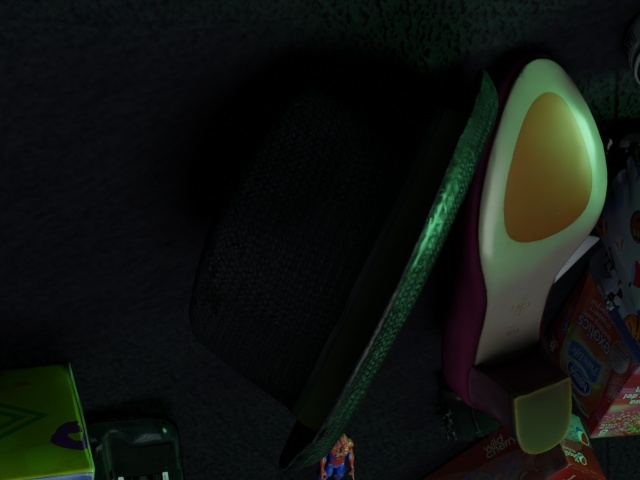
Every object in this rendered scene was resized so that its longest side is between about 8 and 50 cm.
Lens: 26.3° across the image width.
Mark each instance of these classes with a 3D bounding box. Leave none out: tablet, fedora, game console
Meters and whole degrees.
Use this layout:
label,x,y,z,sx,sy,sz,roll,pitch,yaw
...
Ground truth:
label,x,y,z,sx,sy,sz,roll,pitch,yaw
tablet,0.220,0.018,1.295,0.054,0.006,0.083,14,131,-34
fedora,0.000,0.000,1.028,0.152,0.334,0.334,26,132,0
game console,-0.175,0.283,1.421,0.213,0.044,0.361,-12,142,-11

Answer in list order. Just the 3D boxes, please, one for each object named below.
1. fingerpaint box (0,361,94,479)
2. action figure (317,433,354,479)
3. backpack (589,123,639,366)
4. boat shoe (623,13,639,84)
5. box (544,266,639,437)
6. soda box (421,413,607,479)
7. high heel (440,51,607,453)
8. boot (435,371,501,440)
label,x,y,z,sx,sy,sz,roll,pitch,yaw
fingerpaint box,-0.400,0.342,1.226,0.371,0.163,0.445,-4,123,-17
action figure,0.016,0.240,1.460,0.038,0.030,0.115,-3,137,-11
backpack,0.372,0.035,1.171,0.276,0.263,0.213,-6,140,-18
boat shoe,0.392,-0.180,1.048,0.306,0.105,0.113,-22,141,4
box,0.374,0.107,1.364,0.257,0.128,0.122,-1,138,-22
soda box,0.184,0.292,1.536,0.263,0.092,0.083,-39,136,24
high heel,0.148,-0.004,1.199,0.127,0.181,0.377,-11,120,-20
boot,0.178,0.165,1.421,0.121,0.045,0.099,-12,139,3
